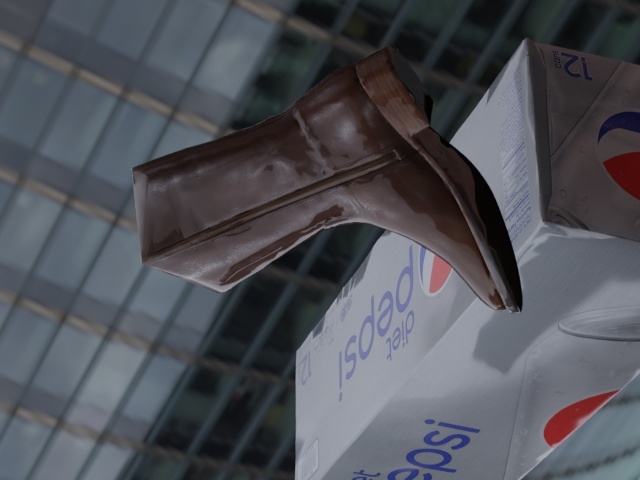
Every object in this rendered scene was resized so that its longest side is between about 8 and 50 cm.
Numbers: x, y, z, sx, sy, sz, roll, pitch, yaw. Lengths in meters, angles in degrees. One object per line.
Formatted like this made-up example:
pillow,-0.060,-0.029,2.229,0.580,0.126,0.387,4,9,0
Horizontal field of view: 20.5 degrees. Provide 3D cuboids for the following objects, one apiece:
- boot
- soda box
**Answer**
boot,0.000,0.000,0.608,0.106,0.114,0.037,59,-161,-10
soda box,0.078,0.034,0.797,0.098,0.286,0.091,11,-123,-17
